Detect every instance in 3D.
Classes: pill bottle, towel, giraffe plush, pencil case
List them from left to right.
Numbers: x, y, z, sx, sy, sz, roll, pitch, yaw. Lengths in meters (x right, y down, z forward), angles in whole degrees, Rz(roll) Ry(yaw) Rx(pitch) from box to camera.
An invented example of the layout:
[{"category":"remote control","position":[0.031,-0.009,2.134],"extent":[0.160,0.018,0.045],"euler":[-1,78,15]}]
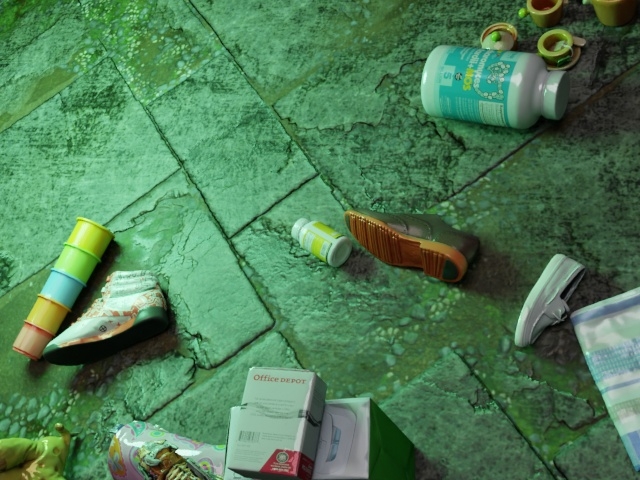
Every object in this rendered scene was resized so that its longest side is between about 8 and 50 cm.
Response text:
[{"category":"giraffe plush","position":[-0.525,0.465,1.573],"extent":[0.210,0.181,0.170],"euler":[-16,61,-28]},{"category":"pencil case","position":[-0.242,0.397,1.495],"extent":[0.284,0.124,0.124],"euler":[6,65,27]},{"category":"pill bottle","position":[0.000,0.000,1.654],"extent":[0.116,0.065,0.065],"euler":[31,77,33]},{"category":"pill bottle","position":[0.340,-0.296,1.631],"extent":[0.264,0.146,0.146],"euler":[13,68,28]},{"category":"towel","position":[0.540,0.199,1.329],"extent":[0.209,0.034,0.284],"euler":[-21,56,11]}]

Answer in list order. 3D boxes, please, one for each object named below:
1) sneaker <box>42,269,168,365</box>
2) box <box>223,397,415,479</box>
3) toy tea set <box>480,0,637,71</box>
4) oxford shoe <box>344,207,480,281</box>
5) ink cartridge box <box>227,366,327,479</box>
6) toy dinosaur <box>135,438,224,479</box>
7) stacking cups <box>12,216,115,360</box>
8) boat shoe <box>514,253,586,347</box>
[{"category":"sneaker","position":[-0.447,0.155,1.742],"extent":[0.270,0.090,0.144],"euler":[-21,55,6]},{"category":"box","position":[0.007,0.348,1.329],"extent":[0.231,0.262,0.126],"euler":[-8,59,18]},{"category":"toy tea set","position":[0.479,-0.463,1.681],"extent":[0.336,0.124,0.200],"euler":[-39,54,-2]},{"category":"oxford shoe","position":[0.170,-0.009,1.585],"extent":[0.271,0.096,0.098],"euler":[24,54,28]},{"category":"ink cartridge box","position":[-0.059,0.264,1.206],"extent":[0.109,0.063,0.150],"euler":[0,62,23]},{"category":"toy dinosaur","position":[-0.169,0.448,1.281],"extent":[0.164,0.218,0.322],"euler":[-11,47,-33]},{"category":"stacking cups","position":[-0.559,0.105,1.812],"extent":[0.096,0.096,0.316],"euler":[14,68,29]},{"category":"boat shoe","position":[0.394,0.108,1.431],"extent":[0.063,0.066,0.184],"euler":[22,62,32]}]
